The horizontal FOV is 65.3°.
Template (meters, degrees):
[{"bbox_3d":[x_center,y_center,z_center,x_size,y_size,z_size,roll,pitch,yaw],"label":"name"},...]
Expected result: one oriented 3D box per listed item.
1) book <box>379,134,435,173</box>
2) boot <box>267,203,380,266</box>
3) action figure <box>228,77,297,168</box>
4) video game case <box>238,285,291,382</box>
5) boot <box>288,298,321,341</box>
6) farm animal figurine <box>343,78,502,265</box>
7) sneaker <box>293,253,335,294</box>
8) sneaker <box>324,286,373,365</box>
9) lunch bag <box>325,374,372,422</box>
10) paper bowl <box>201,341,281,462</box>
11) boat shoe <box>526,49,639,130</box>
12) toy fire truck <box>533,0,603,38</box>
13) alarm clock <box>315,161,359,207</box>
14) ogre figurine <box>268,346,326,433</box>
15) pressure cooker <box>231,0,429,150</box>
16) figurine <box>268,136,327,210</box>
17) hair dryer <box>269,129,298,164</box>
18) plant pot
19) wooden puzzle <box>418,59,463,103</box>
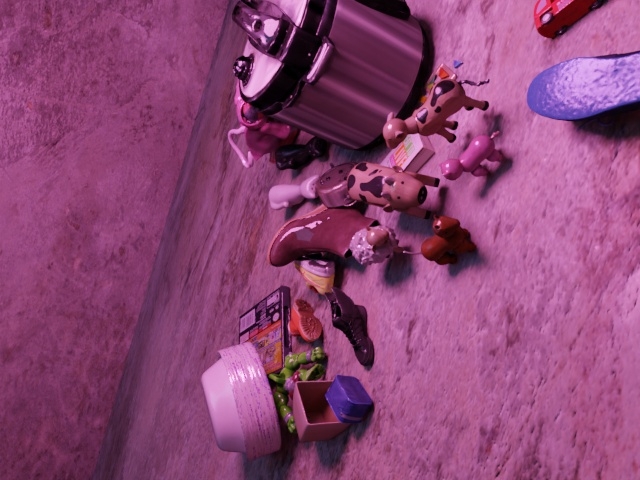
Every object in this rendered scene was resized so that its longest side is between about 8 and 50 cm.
[{"bbox_3d":[0.187,-0.182,1.124,0.144,0.035,0.096,-51,33,36],"label":"book"},{"bbox_3d":[0.000,0.000,1.203,0.248,0.090,0.207,-41,34,-10],"label":"boot"},{"bbox_3d":[-0.197,-0.374,1.444,0.276,0.248,0.370,-36,6,6],"label":"action figure"},{"bbox_3d":[-0.169,0.298,1.476,0.275,0.035,0.248,-38,45,44],"label":"video game case"},{"bbox_3d":[-0.044,0.226,1.286,0.084,0.059,0.158,-67,22,17],"label":"boot"},{"bbox_3d":[0.161,-0.121,0.950,0.327,0.172,0.330,-6,77,54],"label":"farm animal figurine"},{"bbox_3d":[-0.019,0.088,1.288,0.208,0.082,0.094,-150,52,-72],"label":"sneaker"},{"bbox_3d":[0.060,0.188,1.092,0.051,0.089,0.170,-43,42,42],"label":"sneaker"},{"bbox_3d":[0.055,0.334,1.052,0.065,0.067,0.098,-63,32,17],"label":"lunch bag"},{"bbox_3d":[-0.211,0.413,1.269,0.284,0.148,0.284,166,90,-72],"label":"paper bowl"},{"bbox_3d":[0.420,-0.206,0.696,0.258,0.089,0.108,18,105,55],"label":"boat shoe"},{"bbox_3d":[0.434,-0.443,0.819,0.192,0.047,0.135,-33,49,50],"label":"toy fire truck"},{"bbox_3d":[0.055,-0.132,1.218,0.129,0.064,0.192,-28,33,4],"label":"alarm clock"},{"bbox_3d":[-0.059,0.348,1.211,0.118,0.097,0.196,7,93,48],"label":"ogre figurine"},{"bbox_3d":[-0.004,-0.435,1.172,0.370,0.421,0.375,-18,60,56],"label":"pressure cooker"},{"bbox_3d":[-0.058,-0.201,1.488,0.209,0.092,0.214,-11,68,53],"label":"figurine"},{"bbox_3d":[-0.124,-0.391,1.721,0.223,0.080,0.293,135,148,-63],"label":"hair dryer"},{"bbox_3d":[-0.007,0.384,1.103,0.109,0.109,0.096,-114,38,-48],"label":"plant pot"},{"bbox_3d":[0.259,-0.347,1.095,0.116,0.014,0.078,-59,33,23],"label":"wooden puzzle"}]
